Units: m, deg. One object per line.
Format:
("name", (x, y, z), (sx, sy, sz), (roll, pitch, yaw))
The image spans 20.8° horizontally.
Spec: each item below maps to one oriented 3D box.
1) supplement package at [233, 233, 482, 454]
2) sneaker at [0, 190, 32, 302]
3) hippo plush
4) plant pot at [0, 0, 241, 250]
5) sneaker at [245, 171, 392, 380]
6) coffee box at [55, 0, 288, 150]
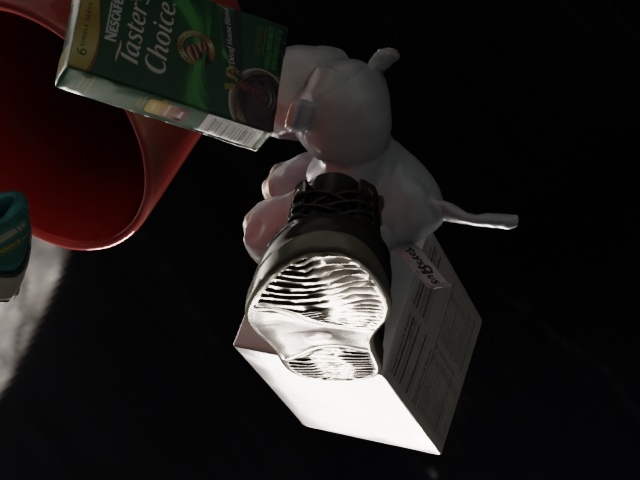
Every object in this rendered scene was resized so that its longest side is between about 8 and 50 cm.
("supplement package", (0.054, 0.112, 2.153), (0.262, 0.199, 0.198), (55, 49, -57))
("sneaker", (-0.388, -0.013, 1.586), (0.275, 0.107, 0.110), (5, 103, -41))
("hippo plush", (0.008, -0.080, 1.894), (0.234, 0.294, 0.236), (-41, 133, -15))
("plant pot", (-0.215, -0.167, 1.714), (0.275, 0.275, 0.243), (-42, -175, 46))
("sneaker", (0.000, 0.000, 1.029), (0.083, 0.118, 0.222), (0, 161, 1))
("coffee box", (-0.122, -0.154, 1.457), (0.040, 0.184, 0.113), (136, -33, -55))
